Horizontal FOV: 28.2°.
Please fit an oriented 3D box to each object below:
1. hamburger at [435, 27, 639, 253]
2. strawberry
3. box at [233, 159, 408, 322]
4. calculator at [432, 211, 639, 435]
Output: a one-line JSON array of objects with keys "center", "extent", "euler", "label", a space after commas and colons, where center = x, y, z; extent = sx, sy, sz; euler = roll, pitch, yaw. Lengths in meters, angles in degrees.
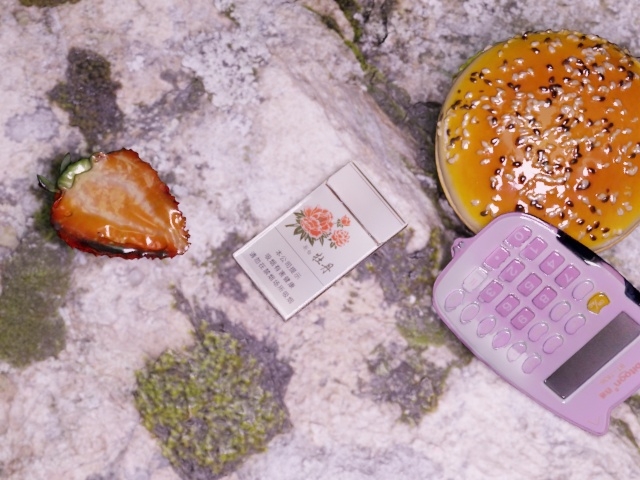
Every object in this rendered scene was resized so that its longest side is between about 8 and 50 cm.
[{"center": [0.278, -0.119, 1.540], "extent": [0.300, 0.176, 0.300], "euler": [0, 77, -1], "label": "hamburger"}, {"center": [-0.250, -0.038, 1.567], "extent": [0.192, 0.085, 0.140], "euler": [1, 74, 0], "label": "strawberry"}, {"center": [0.000, 0.000, 1.585], "extent": [0.198, 0.029, 0.109], "euler": [-38, 79, -8], "label": "box"}, {"center": [0.270, 0.090, 1.489], "extent": [0.294, 0.043, 0.194], "euler": [39, 118, -5], "label": "calculator"}]
